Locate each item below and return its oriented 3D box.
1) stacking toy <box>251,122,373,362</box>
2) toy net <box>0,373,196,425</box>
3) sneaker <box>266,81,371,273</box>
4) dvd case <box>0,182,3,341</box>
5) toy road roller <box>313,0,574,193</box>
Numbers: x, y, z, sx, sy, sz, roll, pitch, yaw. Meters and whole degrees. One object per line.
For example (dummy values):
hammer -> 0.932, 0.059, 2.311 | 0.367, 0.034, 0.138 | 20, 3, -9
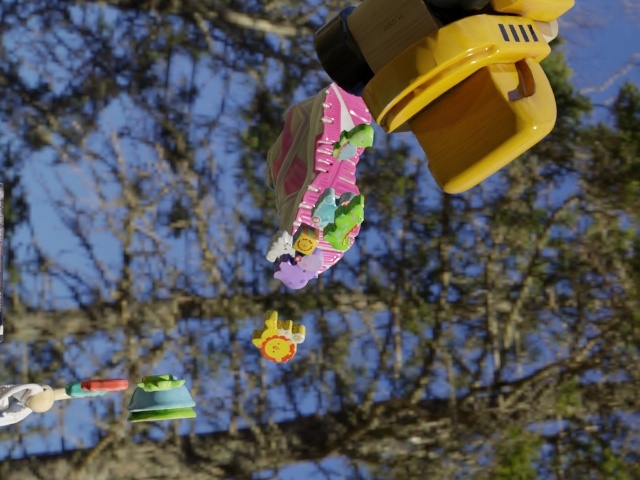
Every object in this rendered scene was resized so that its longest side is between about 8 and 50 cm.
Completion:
stacking toy -> 0.000, 0.000, 1.213 | 0.221, 0.052, 0.167 | -56, -164, 33
toy net -> -0.239, 0.156, 1.109 | 0.122, 0.232, 0.045 | 80, 7, -84
sneaker -> -0.013, -0.072, 1.461 | 0.111, 0.103, 0.252 | -7, -116, 47
dvd case -> -0.474, 0.030, 1.537 | 0.018, 0.164, 0.221 | 0, -90, 18
toy road roller -> 0.172, -0.189, 1.307 | 0.202, 0.329, 0.241 | -35, -103, 33
